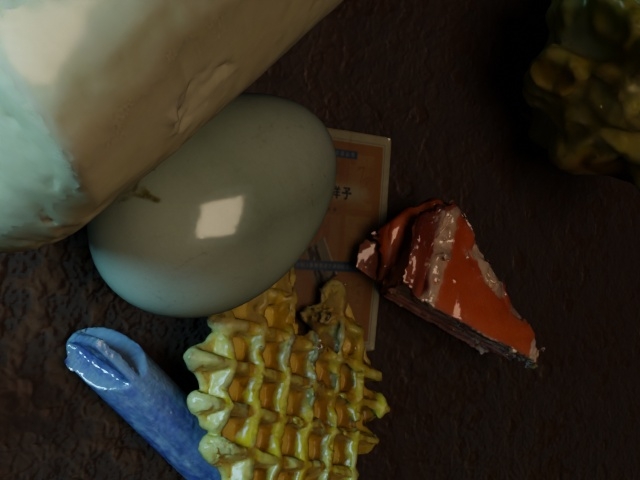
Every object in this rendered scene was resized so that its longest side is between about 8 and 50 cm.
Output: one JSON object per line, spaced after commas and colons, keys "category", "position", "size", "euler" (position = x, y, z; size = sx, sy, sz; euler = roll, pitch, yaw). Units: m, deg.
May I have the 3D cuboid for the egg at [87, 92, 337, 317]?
{"category": "egg", "position": [-0.090, -0.038, 0.897], "size": [0.264, 0.182, 0.183], "euler": [-38, 114, -35]}

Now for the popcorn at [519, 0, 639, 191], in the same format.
{"category": "popcorn", "position": [0.381, -0.206, 1.148], "size": [0.312, 0.312, 0.312], "euler": [-2, 94, -36]}

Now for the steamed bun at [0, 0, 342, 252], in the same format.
{"category": "steamed bun", "position": [-0.185, -0.190, 0.655], "size": [0.371, 0.456, 0.290], "euler": [-46, 108, -23]}

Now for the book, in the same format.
{"category": "book", "position": [0.001, 0.000, 1.066], "size": [0.170, 0.018, 0.242], "euler": [4, 91, -36]}

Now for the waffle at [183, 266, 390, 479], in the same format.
{"category": "waffle", "position": [-0.032, 0.154, 0.985], "size": [0.250, 0.056, 0.261], "euler": [-40, 116, -44]}

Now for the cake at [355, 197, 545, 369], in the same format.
{"category": "cake", "position": [0.166, 0.057, 1.136], "size": [0.287, 0.098, 0.135], "euler": [42, 56, -33]}

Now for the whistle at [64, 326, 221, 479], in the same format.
{"category": "whistle", "position": [-0.126, 0.191, 0.958], "size": [0.062, 0.062, 0.304], "euler": [-51, 119, -23]}
